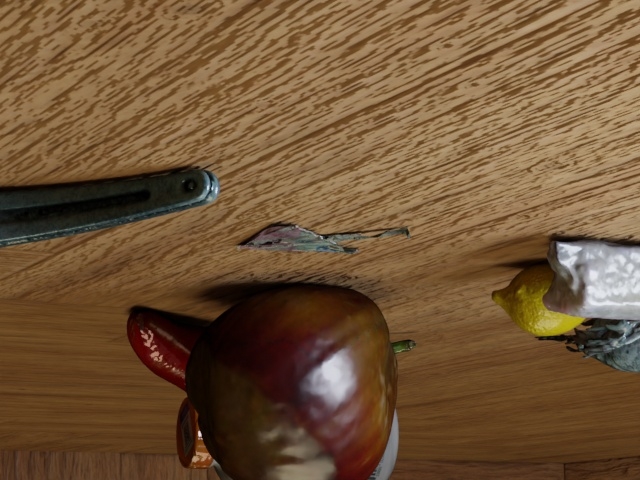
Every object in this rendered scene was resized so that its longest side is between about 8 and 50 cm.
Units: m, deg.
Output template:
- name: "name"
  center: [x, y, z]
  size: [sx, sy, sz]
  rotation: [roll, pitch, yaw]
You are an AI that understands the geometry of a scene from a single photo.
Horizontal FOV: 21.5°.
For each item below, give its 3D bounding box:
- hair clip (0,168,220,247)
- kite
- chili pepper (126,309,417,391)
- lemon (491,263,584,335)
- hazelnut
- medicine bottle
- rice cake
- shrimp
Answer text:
- name: "hair clip"
  center: [-0.197, -0.023, 1.147]
  size: [0.275, 0.048, 0.083]
  rotation: [-8, 166, 11]
- name: "kite"
  center: [0.000, 0.000, 1.342]
  size: [0.156, 0.011, 0.139]
  rotation: [-5, 170, 24]
- name: "chili pepper"
  center: [-0.073, 0.134, 1.832]
  size: [0.368, 0.092, 0.137]
  rotation: [5, 157, -38]
- name: "lemon"
  center: [0.196, 0.051, 1.477]
  size: [0.092, 0.065, 0.065]
  rotation: [-2, 169, 9]
- name: "hazelnut"
  center: [-0.018, 0.141, 1.604]
  size: [0.217, 0.217, 0.251]
  rotation: [-1, 146, 1]
- name: "medicine bottle"
  center: [-0.049, 0.267, 2.326]
  size: [0.288, 0.157, 0.157]
  rotation: [4, 168, -21]
- name: "rice cake"
  center: [0.358, 0.041, 1.432]
  size: [0.399, 0.064, 0.070]
  rotation: [4, 174, -22]
- name: "shrimp"
  center: [0.306, 0.096, 1.703]
  size: [0.233, 0.079, 0.090]
  rotation: [-5, 165, 45]
